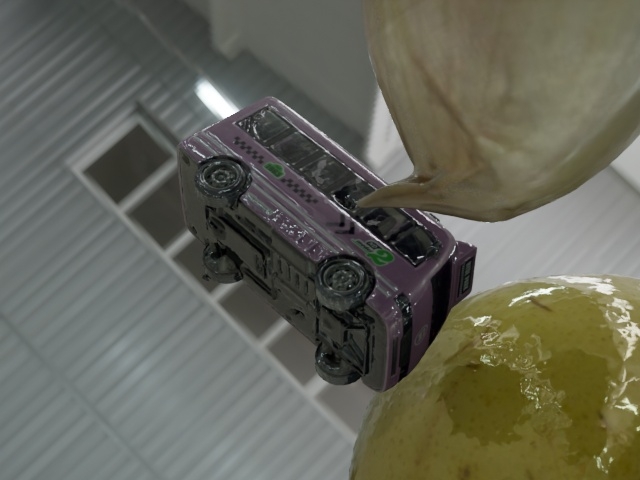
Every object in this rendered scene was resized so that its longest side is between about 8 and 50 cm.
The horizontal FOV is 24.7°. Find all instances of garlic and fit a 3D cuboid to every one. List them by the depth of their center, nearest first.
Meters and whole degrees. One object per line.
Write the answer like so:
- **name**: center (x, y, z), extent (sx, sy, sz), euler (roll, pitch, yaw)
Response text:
- **garlic**: center (0.103, -0.160, 0.764), extent (0.286, 0.249, 0.313), euler (137, -59, -62)

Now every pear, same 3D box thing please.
- **pear**: center (0.186, 0.186, 1.055), extent (0.348, 0.348, 0.348), euler (42, -17, 16)

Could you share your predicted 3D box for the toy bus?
- **toy bus**: center (0.000, 0.000, 0.939), extent (0.199, 0.108, 0.096), euler (39, -31, 28)
